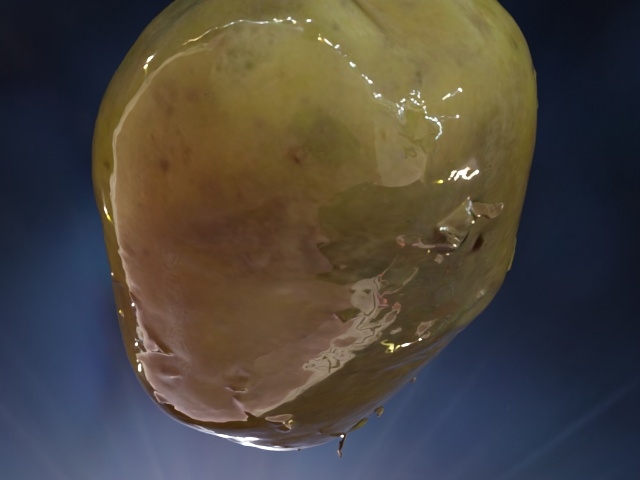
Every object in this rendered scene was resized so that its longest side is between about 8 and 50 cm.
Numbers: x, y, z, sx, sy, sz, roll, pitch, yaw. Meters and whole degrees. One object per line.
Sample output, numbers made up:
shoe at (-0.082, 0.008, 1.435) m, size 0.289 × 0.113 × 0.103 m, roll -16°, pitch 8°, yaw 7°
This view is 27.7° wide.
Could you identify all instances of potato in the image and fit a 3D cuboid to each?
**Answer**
potato at (0.000, 0.000, 0.567) m, size 0.141 × 0.192 × 0.296 m, roll 54°, pitch -23°, yaw 25°
